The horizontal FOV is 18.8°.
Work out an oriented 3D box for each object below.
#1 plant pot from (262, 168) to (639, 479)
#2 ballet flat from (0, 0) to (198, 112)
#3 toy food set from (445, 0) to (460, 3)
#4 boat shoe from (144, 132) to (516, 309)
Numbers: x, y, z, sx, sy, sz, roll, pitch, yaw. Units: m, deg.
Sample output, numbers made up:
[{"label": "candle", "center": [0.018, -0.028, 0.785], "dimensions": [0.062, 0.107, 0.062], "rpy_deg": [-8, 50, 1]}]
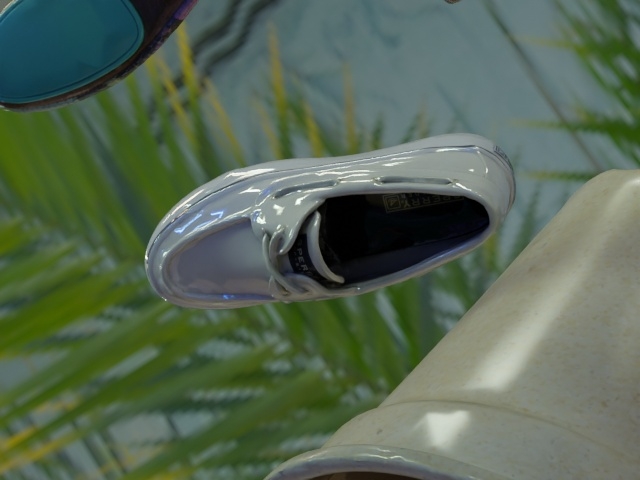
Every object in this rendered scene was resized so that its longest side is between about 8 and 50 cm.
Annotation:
[{"label": "plant pot", "center": [0.173, 0.130, 1.111], "dimensions": [0.305, 0.333, 0.334], "rpy_deg": [-54, -1, -35]}, {"label": "ballet flat", "center": [-0.101, -0.147, 1.115], "dimensions": [0.221, 0.077, 0.079], "rpy_deg": [-37, -2, 18]}, {"label": "toy food set", "center": [0.171, -0.214, 0.861], "dimensions": [0.219, 0.092, 0.306], "rpy_deg": [-43, 7, -15]}, {"label": "boat shoe", "center": [0.000, 0.000, 1.301], "dimensions": [0.267, 0.096, 0.088], "rpy_deg": [-10, 21, 15]}]
